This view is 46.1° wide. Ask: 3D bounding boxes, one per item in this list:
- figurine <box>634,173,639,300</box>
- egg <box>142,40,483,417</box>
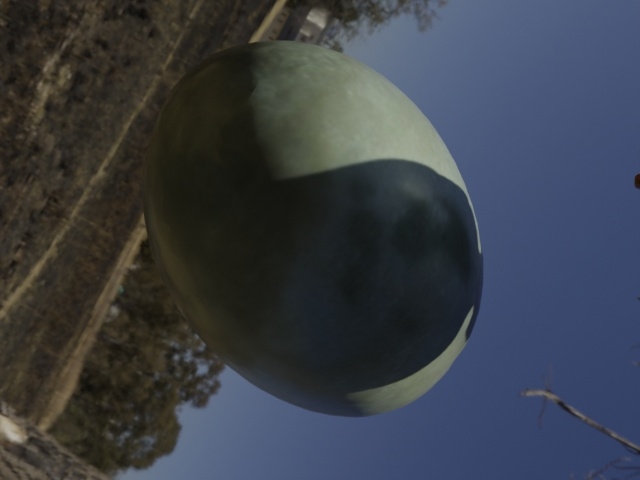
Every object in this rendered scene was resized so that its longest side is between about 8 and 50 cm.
[{"bbox_3d":[0.381,0.025,0.563,0.388,0.277,0.248,40,71,-80],"label":"figurine"},{"bbox_3d":[0.000,0.000,0.622,0.258,0.352,0.258,-14,-134,15],"label":"egg"}]
